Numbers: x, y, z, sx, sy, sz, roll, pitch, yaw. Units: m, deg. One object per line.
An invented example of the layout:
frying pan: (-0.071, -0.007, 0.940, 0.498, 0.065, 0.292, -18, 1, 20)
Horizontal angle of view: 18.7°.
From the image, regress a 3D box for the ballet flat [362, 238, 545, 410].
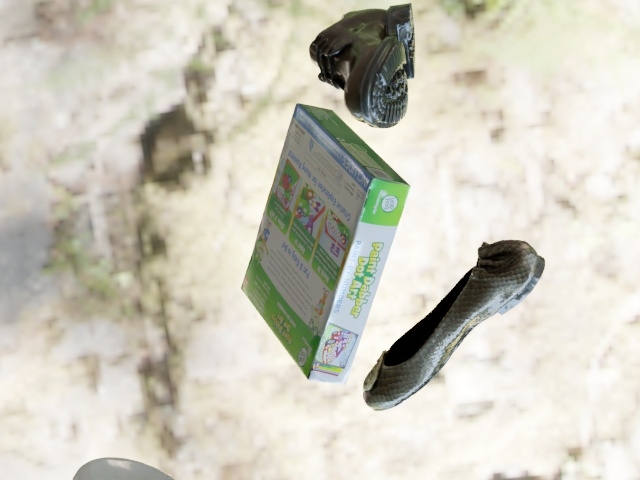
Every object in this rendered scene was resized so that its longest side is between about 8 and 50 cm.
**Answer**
ballet flat: (0.113, 0.077, 1.837, 0.250, 0.058, 0.084, -43, -160, 35)

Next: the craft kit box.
craft kit box: (0.000, 0.000, 2.212, 0.061, 0.247, 0.250, 12, -161, -26)

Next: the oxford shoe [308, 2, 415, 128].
oxford shoe: (0.035, -0.156, 1.791, 0.096, 0.083, 0.227, -1, -159, 7)

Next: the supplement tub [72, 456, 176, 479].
supplement tub: (-0.240, 0.365, 2.219, 0.144, 0.200, 0.144, 18, -163, -6)
